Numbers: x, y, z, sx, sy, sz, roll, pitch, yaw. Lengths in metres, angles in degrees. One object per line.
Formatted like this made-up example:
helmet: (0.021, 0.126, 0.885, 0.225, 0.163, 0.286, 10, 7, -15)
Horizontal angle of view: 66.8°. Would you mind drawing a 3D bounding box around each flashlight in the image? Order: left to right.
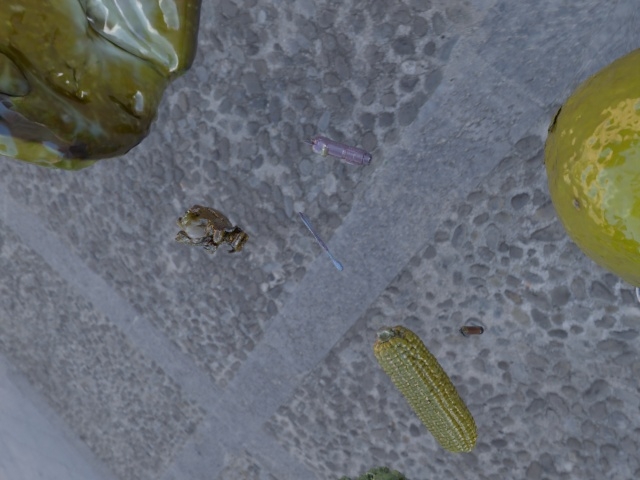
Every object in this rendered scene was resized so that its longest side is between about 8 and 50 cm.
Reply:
flashlight: (0.029, -0.141, 0.778, 0.110, 0.052, 0.031, 20, 113, 12)

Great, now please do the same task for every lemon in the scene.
lemon: (0.501, -0.095, 0.671, 0.349, 0.349, 0.388, -34, 53, 40)

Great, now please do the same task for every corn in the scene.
corn: (0.165, 0.228, 0.755, 0.080, 0.080, 0.238, -30, 100, 40)

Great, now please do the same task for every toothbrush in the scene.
toothbrush: (0.000, 0.000, 1.233, 0.013, 0.019, 0.193, -44, 72, 23)

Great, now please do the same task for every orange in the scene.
orange: (-0.291, -0.253, 0.549, 0.210, 0.369, 0.271, 2, 148, 42)

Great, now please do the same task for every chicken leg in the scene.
chicken leg: (-0.216, -0.019, 0.952, 0.207, 0.101, 0.085, 18, 96, 48)

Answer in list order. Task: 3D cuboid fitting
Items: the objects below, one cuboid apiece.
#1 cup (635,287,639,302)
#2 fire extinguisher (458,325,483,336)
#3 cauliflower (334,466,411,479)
cup: (0.866, 0.069, 1.134, 0.219, 0.258, 0.290, 4, 126, -15)
fire extinguisher: (0.372, 0.225, 1.203, 0.022, 0.083, 0.028, -51, 46, 37)
cauliflower: (0.106, 0.581, 0.936, 0.281, 0.327, 0.260, -37, 79, 9)
